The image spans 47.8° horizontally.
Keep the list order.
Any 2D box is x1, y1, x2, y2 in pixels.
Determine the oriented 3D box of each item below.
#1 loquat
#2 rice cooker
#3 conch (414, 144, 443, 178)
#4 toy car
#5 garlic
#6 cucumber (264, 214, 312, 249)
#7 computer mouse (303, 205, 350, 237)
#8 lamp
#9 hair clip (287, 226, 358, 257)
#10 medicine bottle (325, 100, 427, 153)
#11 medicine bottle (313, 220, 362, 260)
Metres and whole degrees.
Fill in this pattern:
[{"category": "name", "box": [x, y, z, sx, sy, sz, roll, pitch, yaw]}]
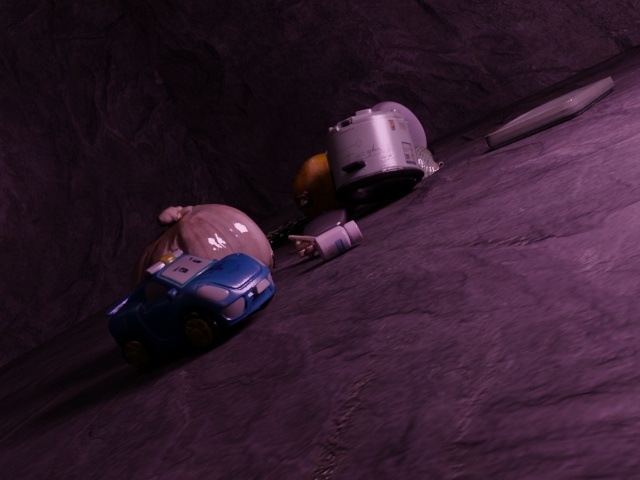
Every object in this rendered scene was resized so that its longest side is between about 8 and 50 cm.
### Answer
[{"category": "loquat", "box": [0.011, -0.148, 2.117, 0.213, 0.213, 0.246, -21, 9, 43]}, {"category": "rice cooker", "box": [0.137, -0.200, 1.876, 0.241, 0.227, 0.280, -19, -12, 28]}, {"category": "conch", "box": [0.270, -0.222, 2.102, 0.135, 0.102, 0.153, -46, 14, -23]}, {"category": "toy car", "box": [-0.223, 0.096, 1.236, 0.314, 0.166, 0.198, -22, 11, 35]}, {"category": "garlic", "box": [-0.258, 0.054, 1.535, 0.321, 0.241, 0.322, -24, -16, -7]}, {"category": "cucumber", "box": [-0.105, -0.024, 2.214, 0.187, 0.058, 0.058, -28, 6, -9]}, {"category": "computer mouse", "box": [0.019, -0.046, 1.867, 0.120, 0.057, 0.232, -25, 7, 13]}, {"category": "lamp", "box": [0.589, -0.330, 1.857, 0.266, 0.047, 0.269, -33, 8, -41]}, {"category": "hair clip", "box": [0.001, 0.007, 1.558, 0.062, 0.056, 0.213, -10, 1, -44]}, {"category": "medicine bottle", "box": [0.176, -0.296, 2.419, 0.245, 0.245, 0.306, -33, 1, -43]}, {"category": "medicine bottle", "box": [0.035, 0.000, 1.426, 0.089, 0.052, 0.052, -28, 6, -5]}]
